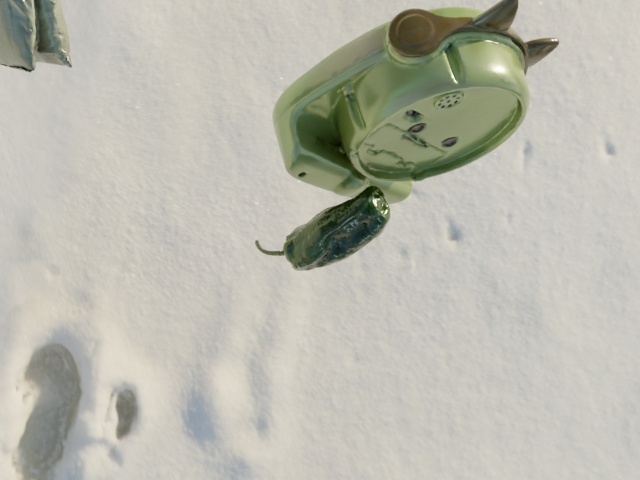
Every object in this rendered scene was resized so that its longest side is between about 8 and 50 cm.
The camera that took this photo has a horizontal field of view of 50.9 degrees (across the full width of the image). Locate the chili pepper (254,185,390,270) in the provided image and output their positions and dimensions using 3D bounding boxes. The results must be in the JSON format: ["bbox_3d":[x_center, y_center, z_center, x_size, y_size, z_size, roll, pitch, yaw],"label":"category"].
[{"bbox_3d":[0.002,0.001,0.895,0.204,0.073,0.072,-29,110,25],"label":"chili pepper"}]

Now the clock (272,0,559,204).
[{"bbox_3d":[0.136,-0.177,0.887,0.286,0.349,0.117,12,57,-50],"label":"clock"}]

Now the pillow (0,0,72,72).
[{"bbox_3d":[-0.346,-0.255,0.735,0.078,0.182,0.134,-21,122,-46],"label":"pillow"}]
